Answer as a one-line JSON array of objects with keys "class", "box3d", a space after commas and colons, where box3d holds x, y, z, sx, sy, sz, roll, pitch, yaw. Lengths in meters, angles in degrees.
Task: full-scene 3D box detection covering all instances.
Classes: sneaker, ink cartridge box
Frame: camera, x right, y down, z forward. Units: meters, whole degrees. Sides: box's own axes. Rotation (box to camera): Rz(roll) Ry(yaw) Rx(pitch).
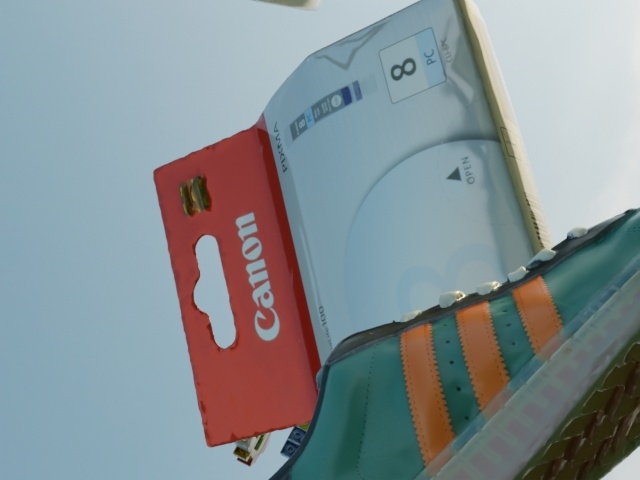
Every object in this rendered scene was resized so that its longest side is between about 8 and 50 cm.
[{"class": "sneaker", "box3d": [0.070, 0.063, 0.374, 0.302, 0.121, 0.108, -40, -41, -14]}, {"class": "ink cartridge box", "box3d": [0.000, 0.000, 0.739, 0.091, 0.385, 0.308, 13, -120, -61]}]

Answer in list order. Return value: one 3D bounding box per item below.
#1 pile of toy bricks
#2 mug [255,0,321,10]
[{"class": "pile of toy bricks", "box3d": [0.000, 0.160, 0.891, 0.212, 0.118, 0.105, -61, -16, -23]}, {"class": "mug", "box3d": [-0.149, -0.438, 0.847, 0.374, 0.276, 0.328, 8, -73, -14]}]
